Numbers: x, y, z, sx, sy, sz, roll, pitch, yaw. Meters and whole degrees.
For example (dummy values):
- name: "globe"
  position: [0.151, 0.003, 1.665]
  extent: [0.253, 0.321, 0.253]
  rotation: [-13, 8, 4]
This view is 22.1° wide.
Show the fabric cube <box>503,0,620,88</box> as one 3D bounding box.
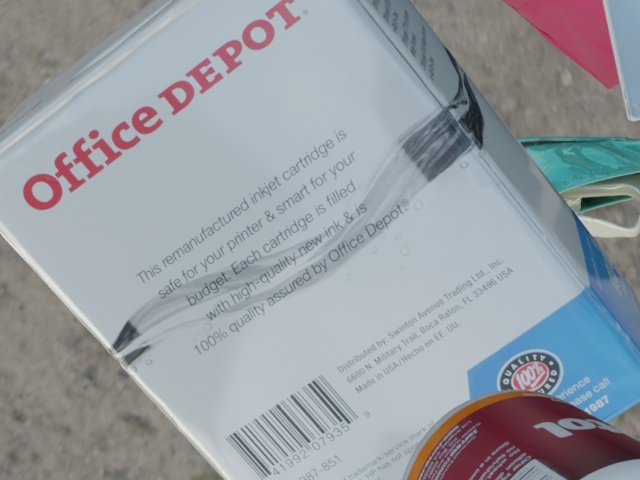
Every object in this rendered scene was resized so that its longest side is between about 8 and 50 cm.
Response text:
- name: "fabric cube"
  position: [0.269, -0.315, 1.421]
  extent: [0.259, 0.258, 0.254]
  rotation: [36, 85, -7]

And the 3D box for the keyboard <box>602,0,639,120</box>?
- name: "keyboard"
  position: [0.219, -0.214, 1.141]
  extent: [0.072, 0.014, 0.256]
  rotation: [-12, 91, -18]

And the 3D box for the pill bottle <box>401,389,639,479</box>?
- name: "pill bottle"
  position: [0.088, 0.104, 0.523]
  extent: [0.086, 0.152, 0.086]
  rotation: [-3, 99, -17]

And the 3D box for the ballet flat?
- name: "ballet flat"
  position: [0.263, -0.046, 1.286]
  extent: [0.247, 0.083, 0.087]
  rotation: [-7, 73, 12]

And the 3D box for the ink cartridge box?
- name: "ink cartridge box"
  position: [0.000, 0.000, 0.880]
  extent: [0.223, 0.129, 0.307]
  rotation: [-35, 106, 17]
